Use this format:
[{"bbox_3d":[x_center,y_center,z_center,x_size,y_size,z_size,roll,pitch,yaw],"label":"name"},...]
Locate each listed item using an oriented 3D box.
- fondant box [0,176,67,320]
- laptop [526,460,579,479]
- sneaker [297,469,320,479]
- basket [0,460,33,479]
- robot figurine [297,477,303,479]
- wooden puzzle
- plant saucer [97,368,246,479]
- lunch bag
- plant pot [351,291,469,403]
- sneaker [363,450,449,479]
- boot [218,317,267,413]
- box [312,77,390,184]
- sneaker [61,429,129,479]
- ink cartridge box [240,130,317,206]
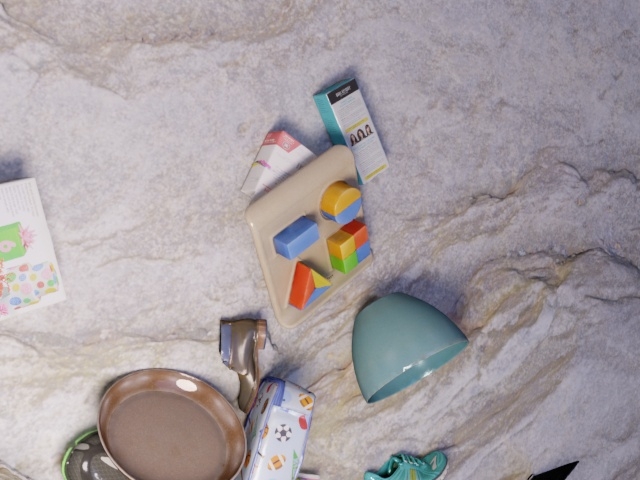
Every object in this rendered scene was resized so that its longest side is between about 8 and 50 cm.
[{"bbox_3d":[-0.648,0.038,1.361,0.330,0.096,0.238,-18,103,-33],"label":"fondant box"},{"bbox_3d":[0.616,0.881,2.231,0.382,0.236,0.407,-39,114,-27],"label":"laptop"},{"bbox_3d":[-0.065,0.585,1.837,0.134,0.051,0.070,11,83,-29],"label":"sneaker"},{"bbox_3d":[-0.646,0.522,1.285,0.328,0.266,0.331,43,67,-29],"label":"basket"},{"bbox_3d":[-0.069,0.577,1.768,0.115,0.067,0.101,25,67,-21],"label":"robot figurine"},{"bbox_3d":[0.000,0.000,1.785,0.322,0.081,0.347,-38,131,-28],"label":"wooden puzzle"},{"bbox_3d":[-0.300,0.393,1.551,0.311,0.310,0.050,5,128,-36],"label":"plant saucer"},{"bbox_3d":[-0.118,0.453,1.686,0.115,0.243,0.303,23,78,-14],"label":"lunch bag"},{"bbox_3d":[0.189,0.243,1.896,0.290,0.290,0.195,-18,67,-34],"label":"plant pot"},{"bbox_3d":[0.229,0.610,2.024,0.275,0.107,0.109,-15,91,-35],"label":"sneaker"},{"bbox_3d":[-0.189,0.279,1.734,0.106,0.082,0.219,9,92,-14],"label":"boot"},{"bbox_3d":[0.077,-0.265,1.890,0.101,0.060,0.244,-35,112,-30],"label":"box"},{"bbox_3d":[-0.290,0.532,1.545,0.483,0.202,0.185,38,60,-14],"label":"sneaker"},{"bbox_3d":[-0.103,-0.136,1.762,0.115,0.067,0.198,35,72,-33],"label":"ink cartridge box"}]
